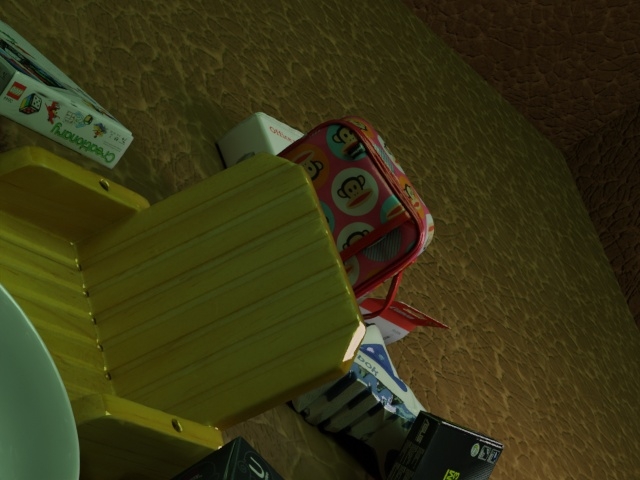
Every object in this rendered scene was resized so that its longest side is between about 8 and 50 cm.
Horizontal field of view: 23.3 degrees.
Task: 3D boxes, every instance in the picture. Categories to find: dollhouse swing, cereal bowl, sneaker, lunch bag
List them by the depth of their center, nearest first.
[{"bbox_3d":[-0.367,0.144,1.310,0.339,0.141,0.339,45,24,-26],"label":"cereal bowl"},{"bbox_3d":[-0.180,0.039,1.646,0.315,0.305,0.347,29,35,-51],"label":"dollhouse swing"},{"bbox_3d":[0.000,0.000,2.113,0.258,0.293,0.120,55,16,1],"label":"lunch bag"},{"bbox_3d":[0.084,0.214,2.204,0.315,0.127,0.182,41,27,-30],"label":"sneaker"}]

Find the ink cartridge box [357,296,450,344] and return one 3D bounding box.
[{"bbox_3d":[0.078,0.122,2.277,0.145,0.179,0.045,29,71,-49],"label":"ink cartridge box"}]

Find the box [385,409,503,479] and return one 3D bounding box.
[{"bbox_3d":[0.153,0.337,2.106,0.045,0.191,0.184,27,-1,36],"label":"box"}]

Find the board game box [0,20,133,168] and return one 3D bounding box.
[{"bbox_3d":[-0.367,-0.203,1.779,0.305,0.053,0.193,40,8,39],"label":"board game box"}]

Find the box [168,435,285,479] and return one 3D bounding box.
[{"bbox_3d":[-0.065,0.364,1.606,0.270,0.165,0.143,48,23,-20],"label":"box"}]

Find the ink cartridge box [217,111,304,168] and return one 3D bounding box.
[{"bbox_3d":[-0.052,-0.071,2.379,0.158,0.092,0.218,24,39,-54],"label":"ink cartridge box"}]
